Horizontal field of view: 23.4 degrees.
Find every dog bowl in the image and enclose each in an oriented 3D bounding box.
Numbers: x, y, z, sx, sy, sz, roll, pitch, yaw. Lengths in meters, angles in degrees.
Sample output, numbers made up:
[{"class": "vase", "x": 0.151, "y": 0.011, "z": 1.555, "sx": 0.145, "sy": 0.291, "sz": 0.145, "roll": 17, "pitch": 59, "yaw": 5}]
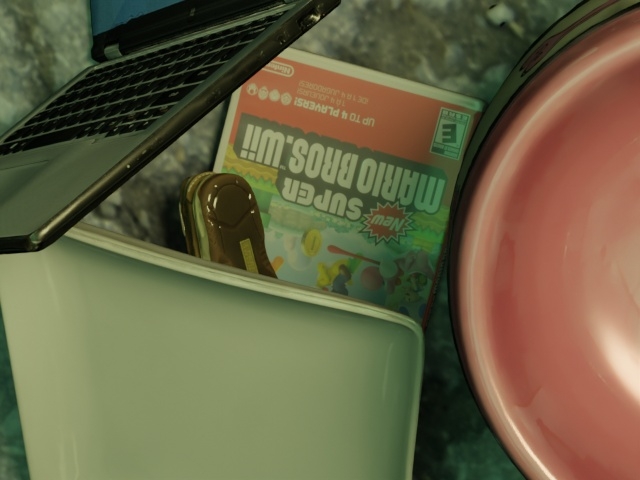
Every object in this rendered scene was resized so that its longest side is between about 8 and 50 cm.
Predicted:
[{"class": "dog bowl", "x": 0.261, "y": 0.025, "z": 0.935, "sx": 0.407, "sy": 0.150, "sz": 0.408, "roll": 3, "pitch": 99, "yaw": 17}]

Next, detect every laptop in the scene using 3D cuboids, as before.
[{"class": "laptop", "x": -0.181, "y": -0.200, "z": 1.080, "sx": 0.408, "sy": 0.382, "sz": 0.236, "roll": -43, "pitch": 109, "yaw": -25}]

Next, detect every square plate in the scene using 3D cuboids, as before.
[{"class": "square plate", "x": -0.081, "y": 0.140, "z": 1.194, "sx": 0.344, "sy": 0.049, "sz": 0.347, "roll": 14, "pitch": 130, "yaw": 18}]

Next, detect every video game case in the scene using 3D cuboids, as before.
[{"class": "video game case", "x": 0.000, "y": 0.000, "z": 1.240, "sx": 0.204, "sy": 0.025, "sz": 0.285, "roll": 17, "pitch": 99, "yaw": 16}]

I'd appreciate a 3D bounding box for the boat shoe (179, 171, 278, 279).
[{"class": "boat shoe", "x": -0.072, "y": 0.038, "z": 1.226, "sx": 0.072, "sy": 0.068, "sz": 0.190, "roll": 6, "pitch": 107, "yaw": 52}]
